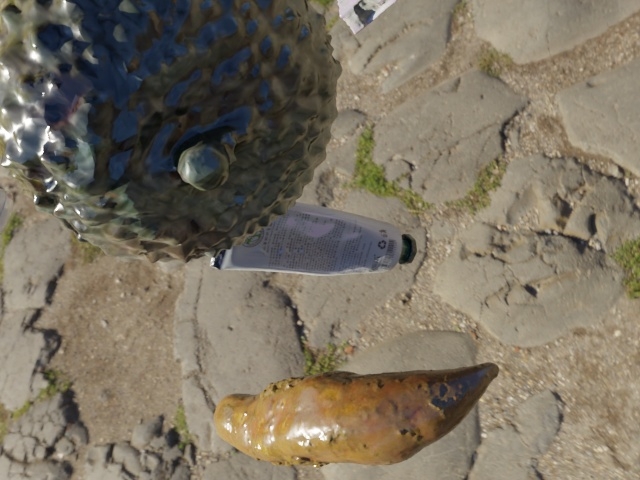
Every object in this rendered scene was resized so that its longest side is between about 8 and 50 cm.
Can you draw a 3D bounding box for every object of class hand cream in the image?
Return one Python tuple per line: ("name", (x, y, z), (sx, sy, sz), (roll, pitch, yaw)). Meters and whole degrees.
("hand cream", (0.000, 0.000, 0.947), (0.076, 0.336, 0.121), (41, 120, 55))

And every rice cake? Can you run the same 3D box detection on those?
("rice cake", (0.142, -0.416, 0.898), (0.298, 0.050, 0.106), (-31, 35, 33))

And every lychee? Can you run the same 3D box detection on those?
("lychee", (-0.117, -0.115, 0.468), (0.255, 0.255, 0.274), (-47, 46, 4))

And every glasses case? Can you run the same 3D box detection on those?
("glasses case", (-0.534, -0.043, 0.980), (0.204, 0.051, 0.081), (6, 76, 47))

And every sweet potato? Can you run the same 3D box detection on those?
("sweet potato", (-0.002, 0.176, 0.612), (0.354, 0.106, 0.095), (-20, 100, 37))
